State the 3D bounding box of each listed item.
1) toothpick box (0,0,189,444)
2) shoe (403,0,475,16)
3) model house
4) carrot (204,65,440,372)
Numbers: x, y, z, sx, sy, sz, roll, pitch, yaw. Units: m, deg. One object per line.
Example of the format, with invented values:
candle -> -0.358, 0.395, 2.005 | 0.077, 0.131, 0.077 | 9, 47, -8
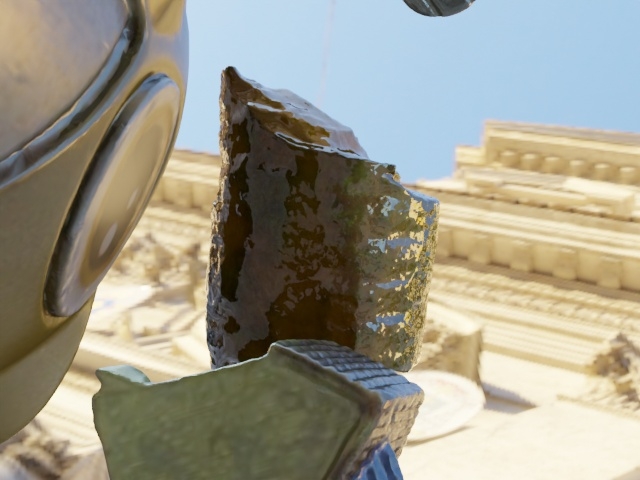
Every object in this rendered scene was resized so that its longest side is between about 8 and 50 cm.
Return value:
toothpick box -> -0.266, -0.113, 0.627 | 0.409, 0.425, 0.409 | -10, -120, 19
shoe -> 0.149, -0.295, 1.168 | 0.227, 0.125, 0.099 | -42, -71, 1
model house -> -0.019, 0.237, 1.146 | 0.266, 0.261, 0.321 | -18, -99, 14
carrot -> 0.000, 0.000, 1.340 | 0.241, 0.241, 0.341 | 11, -80, 39
